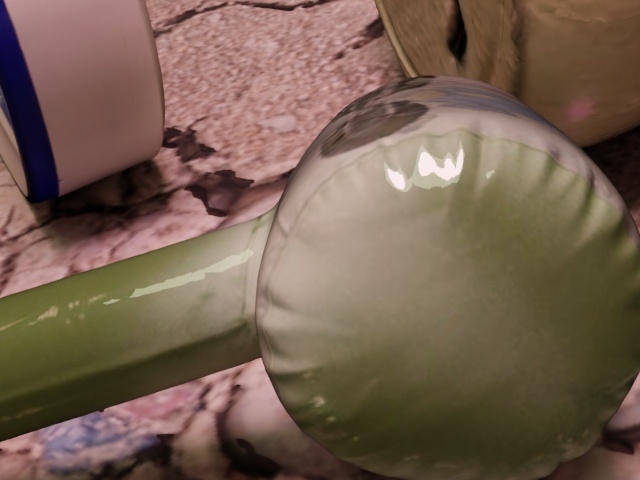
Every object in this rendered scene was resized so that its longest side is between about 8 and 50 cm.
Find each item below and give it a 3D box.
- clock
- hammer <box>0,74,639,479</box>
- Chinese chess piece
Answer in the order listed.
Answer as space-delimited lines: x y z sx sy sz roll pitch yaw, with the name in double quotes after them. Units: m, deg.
-0.154 -0.137 0.665 0.083 0.230 0.230 -20 34 -16 "clock"
-0.062 0.038 0.457 0.336 0.119 0.206 -18 8 7 "hammer"
0.086 -0.162 0.594 0.101 0.250 0.250 -17 34 -9 "Chinese chess piece"
